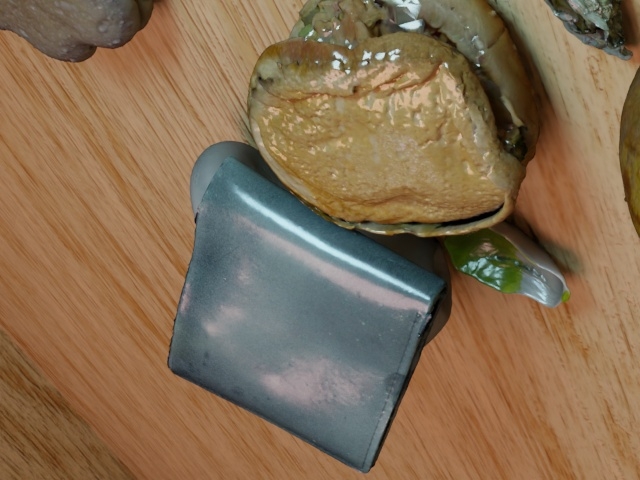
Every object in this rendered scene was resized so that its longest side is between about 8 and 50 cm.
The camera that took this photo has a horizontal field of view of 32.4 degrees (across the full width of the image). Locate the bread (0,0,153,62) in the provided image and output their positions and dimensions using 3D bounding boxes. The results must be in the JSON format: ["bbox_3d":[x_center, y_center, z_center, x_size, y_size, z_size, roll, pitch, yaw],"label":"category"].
[{"bbox_3d":[-0.272,-0.278,1.149,0.337,0.102,0.183,-2,138,52],"label":"bread"}]

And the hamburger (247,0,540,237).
[{"bbox_3d":[0.064,-0.103,0.936,0.243,0.146,0.286,30,148,4],"label":"hamburger"}]

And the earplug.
[{"bbox_3d":[-0.007,0.010,1.200,0.325,0.175,0.214,36,-166,15],"label":"earplug"}]

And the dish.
[{"bbox_3d":[0.190,0.014,1.081,0.137,0.039,0.091,28,148,20],"label":"dish"}]

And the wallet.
[{"bbox_3d":[-0.023,0.088,1.085,0.251,0.054,0.290,28,130,15],"label":"wallet"}]

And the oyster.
[{"bbox_3d":[0.185,-0.174,0.788,0.098,0.037,0.100,46,-177,31],"label":"oyster"}]

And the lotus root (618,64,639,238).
[{"bbox_3d":[0.271,-0.046,0.710,0.199,0.180,0.188,23,155,30],"label":"lotus root"}]
